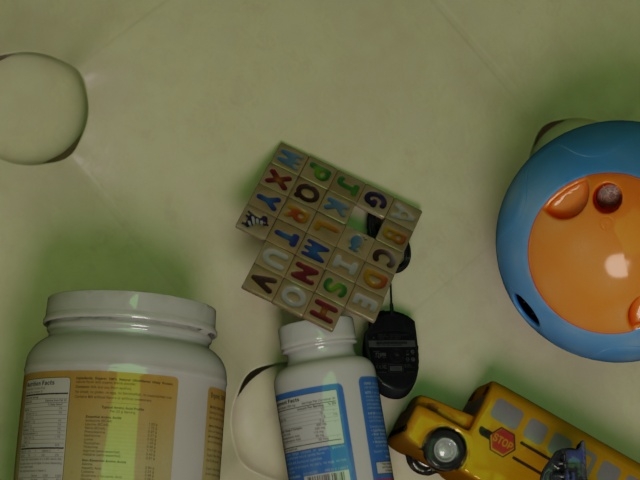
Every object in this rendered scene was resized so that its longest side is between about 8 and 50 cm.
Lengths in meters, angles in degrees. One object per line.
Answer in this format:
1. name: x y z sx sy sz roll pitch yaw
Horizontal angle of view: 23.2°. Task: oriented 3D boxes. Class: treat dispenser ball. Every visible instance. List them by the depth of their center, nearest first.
1. treat dispenser ball: 0.353 0.001 1.849 0.288 0.288 0.288 2 78 -9

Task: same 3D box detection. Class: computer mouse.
1. computer mouse: 0.081 0.078 1.921 0.071 0.041 0.242 3 71 -16

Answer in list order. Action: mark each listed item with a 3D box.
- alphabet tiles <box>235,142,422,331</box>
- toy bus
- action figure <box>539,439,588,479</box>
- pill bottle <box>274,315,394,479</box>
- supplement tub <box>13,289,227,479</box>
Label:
1. alphabet tiles: 0.000 0.000 1.874 0.198 0.009 0.237 26 48 0
2. toy bus: 0.253 0.274 1.868 0.333 0.108 0.130 30 75 -2
3. action figure: 0.238 0.404 1.760 0.330 0.178 0.341 4 71 10
4. pill bottle: 0.012 0.205 1.835 0.124 0.124 0.221 -6 79 -11
5. supplement tub: -0.222 0.225 1.738 0.228 0.228 0.316 5 78 -8
